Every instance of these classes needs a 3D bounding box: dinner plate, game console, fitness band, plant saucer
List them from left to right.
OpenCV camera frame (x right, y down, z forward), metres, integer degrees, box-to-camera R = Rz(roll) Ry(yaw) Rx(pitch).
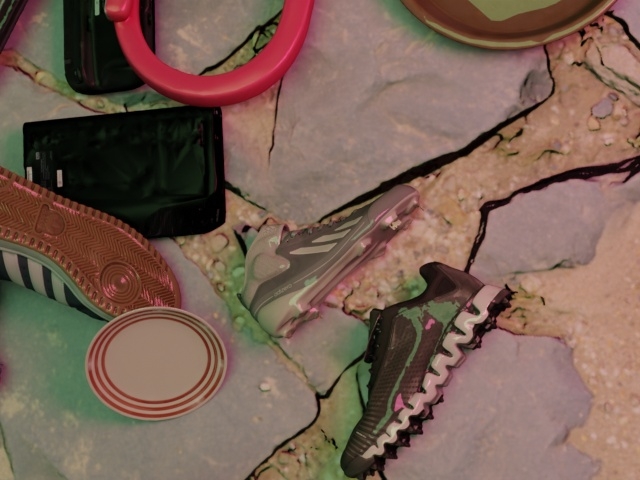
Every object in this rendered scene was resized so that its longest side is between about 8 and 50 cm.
[{"bbox_3d":[-0.209,-0.178,1.388,0.213,0.044,0.361,-4,82,11],"label":"game console"},{"bbox_3d":[-0.164,0.121,1.310,0.141,0.017,0.141,-3,121,-5],"label":"dinner plate"},{"bbox_3d":[-0.106,-0.280,1.348,0.209,0.054,0.290,10,79,0],"label":"fitness band"},{"bbox_3d":[0.193,-0.322,1.313,0.278,0.041,0.277,-2,81,13],"label":"plant saucer"}]

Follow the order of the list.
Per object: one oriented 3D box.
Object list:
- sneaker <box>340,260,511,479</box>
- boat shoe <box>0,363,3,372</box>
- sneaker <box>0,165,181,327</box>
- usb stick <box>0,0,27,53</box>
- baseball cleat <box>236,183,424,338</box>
[{"bbox_3d":[0.078,0.119,1.264,0.106,0.078,0.234,35,88,18],"label":"sneaker"},{"bbox_3d":[-0.370,0.138,1.376,0.066,0.066,0.183,19,85,-2],"label":"boat shoe"},{"bbox_3d":[-0.288,0.025,1.338,0.282,0.153,0.099,31,52,-20],"label":"sneaker"},{"bbox_3d":[-0.328,-0.292,1.416,0.077,0.045,0.278,29,92,47],"label":"usb stick"},{"bbox_3d":[0.000,0.000,1.299,0.206,0.072,0.109,-44,69,1],"label":"baseball cleat"}]
